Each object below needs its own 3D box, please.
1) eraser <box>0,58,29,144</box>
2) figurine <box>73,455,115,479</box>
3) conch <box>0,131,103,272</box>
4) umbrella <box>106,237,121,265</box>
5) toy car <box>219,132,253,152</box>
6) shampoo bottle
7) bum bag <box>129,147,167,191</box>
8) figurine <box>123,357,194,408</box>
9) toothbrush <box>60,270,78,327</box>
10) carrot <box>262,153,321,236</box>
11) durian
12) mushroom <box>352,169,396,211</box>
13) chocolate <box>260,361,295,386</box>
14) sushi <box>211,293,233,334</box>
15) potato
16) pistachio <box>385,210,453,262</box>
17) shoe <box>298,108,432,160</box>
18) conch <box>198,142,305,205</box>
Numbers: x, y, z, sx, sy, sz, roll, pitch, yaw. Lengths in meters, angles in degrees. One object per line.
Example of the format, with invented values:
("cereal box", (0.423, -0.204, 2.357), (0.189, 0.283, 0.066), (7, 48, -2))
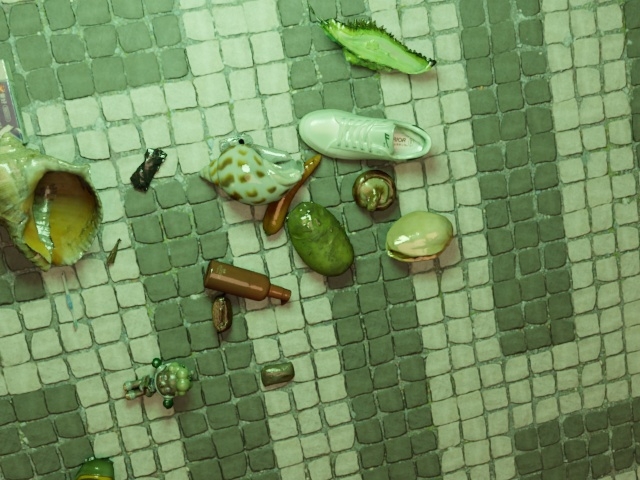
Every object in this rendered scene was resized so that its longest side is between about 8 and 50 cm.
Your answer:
("eraser", (-0.817, -0.334, 1.658), (0.125, 0.068, 0.210), (-11, 101, -8))
("figurine", (-0.616, 0.673, 1.816), (0.167, 0.250, 0.141), (11, 79, -9))
("conch", (-0.689, -0.110, 1.663), (0.297, 0.210, 0.352), (-9, 130, 0))
("umbrella", (-0.557, 0.032, 1.796), (0.020, 0.031, 0.083), (29, 93, 18))
("toy car", (-0.227, -0.262, 1.800), (0.093, 0.025, 0.041), (-17, 104, -7))
("shampoo bottle", (-0.199, 0.123, 1.851), (0.244, 0.085, 0.085), (19, 97, -15))
("bum bag", (-0.457, -0.190, 1.766), (0.058, 0.034, 0.124), (31, 94, -23))
("figurine", (-0.448, 0.398, 1.849), (0.197, 0.093, 0.147), (-16, 92, -6))
("toothbrush", (-0.680, 0.160, 1.804), (0.014, 0.017, 0.162), (-13, 98, -13))
("carrot", (-0.088, -0.133, 1.836), (0.066, 0.062, 0.271), (28, 91, 19))
("durian", (0.130, -0.525, 1.774), (0.375, 0.106, 0.132), (17, 99, -14))
("mushroom", (0.152, -0.139, 1.861), (0.127, 0.087, 0.127), (-3, 105, -11))
("chocolate", (-0.122, 0.393, 1.940), (0.101, 0.031, 0.064), (-8, 106, -10))
("sushi", (-0.274, 0.202, 1.866), (0.052, 0.055, 0.120), (-8, 91, 2))
("potato", (0.000, 0.000, 1.849), (0.149, 0.113, 0.251), (-44, 119, -10))
("pistachio", (0.280, -0.010, 1.900), (0.201, 0.117, 0.145), (-15, 65, 0))
("shoe", (0.128, -0.276, 1.794), (0.363, 0.160, 0.131), (6, 98, -12))
("conch", (-0.188, -0.175, 1.762), (0.275, 0.183, 0.148), (23, 114, 7))
